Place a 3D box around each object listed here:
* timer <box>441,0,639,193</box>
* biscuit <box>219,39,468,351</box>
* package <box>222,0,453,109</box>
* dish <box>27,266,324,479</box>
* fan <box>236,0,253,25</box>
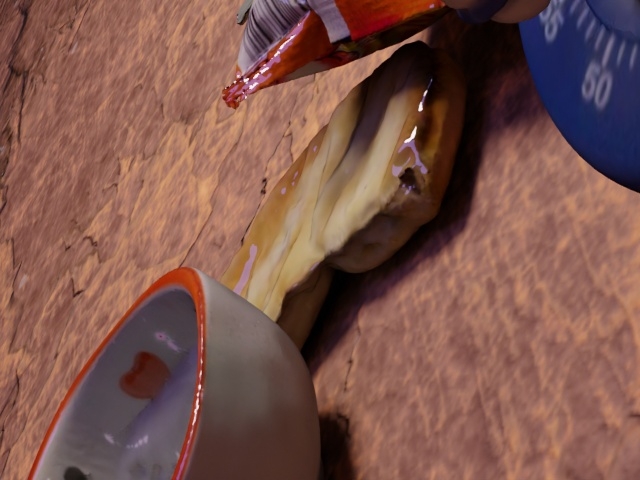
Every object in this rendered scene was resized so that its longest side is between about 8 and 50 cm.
[{"bbox_3d":[0.074,-0.144,0.592,0.270,0.383,0.270,-32,53,58],"label":"timer"},{"bbox_3d":[-0.001,-0.002,1.140,0.299,0.045,0.154,-49,27,36],"label":"biscuit"},{"bbox_3d":[0.063,-0.209,1.101,0.223,0.108,0.288,-25,27,46],"label":"package"},{"bbox_3d":[-0.080,0.153,1.047,0.256,0.117,0.256,-49,25,33],"label":"dish"},{"bbox_3d":[0.025,-0.298,1.462,0.335,0.011,0.229,-49,26,31],"label":"fan"}]
